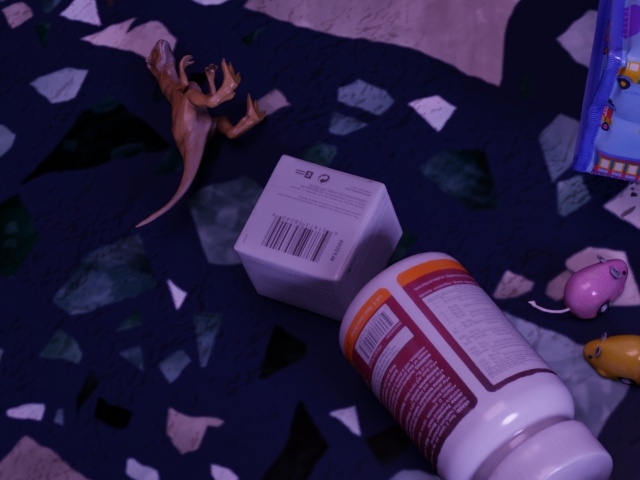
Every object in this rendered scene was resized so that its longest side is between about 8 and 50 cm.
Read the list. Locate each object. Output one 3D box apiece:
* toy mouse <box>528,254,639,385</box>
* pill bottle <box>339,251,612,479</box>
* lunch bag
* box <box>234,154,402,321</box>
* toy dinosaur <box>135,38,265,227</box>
[{"bbox_3d":[0.254,0.044,1.534,0.161,0.031,0.143,19,67,24],"label":"toy mouse"},{"bbox_3d":[0.120,0.121,1.472,0.121,0.121,0.221,-35,58,-7],"label":"pill bottle"},{"bbox_3d":[0.341,-0.180,1.568,0.221,0.138,0.293,12,49,2],"label":"lunch bag"},{"bbox_3d":[0.000,0.000,1.596,0.101,0.087,0.102,17,65,23],"label":"box"},{"bbox_3d":[-0.112,-0.099,1.712,0.112,0.064,0.211,-28,46,19],"label":"toy dinosaur"}]
